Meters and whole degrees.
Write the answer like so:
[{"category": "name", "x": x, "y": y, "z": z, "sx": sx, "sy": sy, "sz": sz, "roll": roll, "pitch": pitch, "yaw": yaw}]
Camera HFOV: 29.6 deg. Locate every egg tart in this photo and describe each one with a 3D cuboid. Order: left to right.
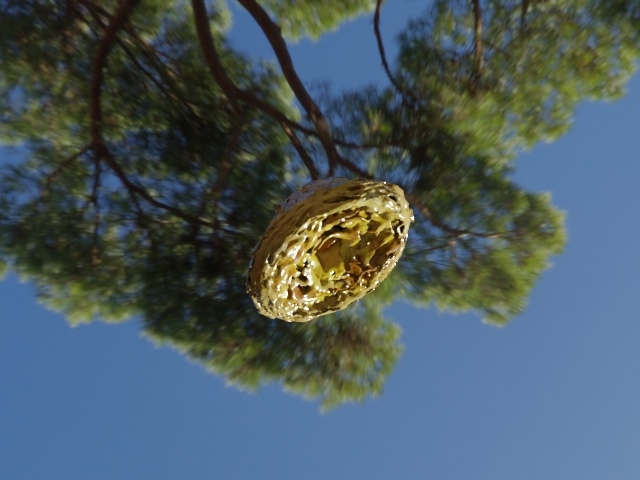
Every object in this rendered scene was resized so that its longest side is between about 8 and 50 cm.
[{"category": "egg tart", "x": 0.000, "y": 0.000, "z": 0.808, "sx": 0.129, "sy": 0.129, "sz": 0.049, "roll": -36, "pitch": -124, "yaw": 2}]
